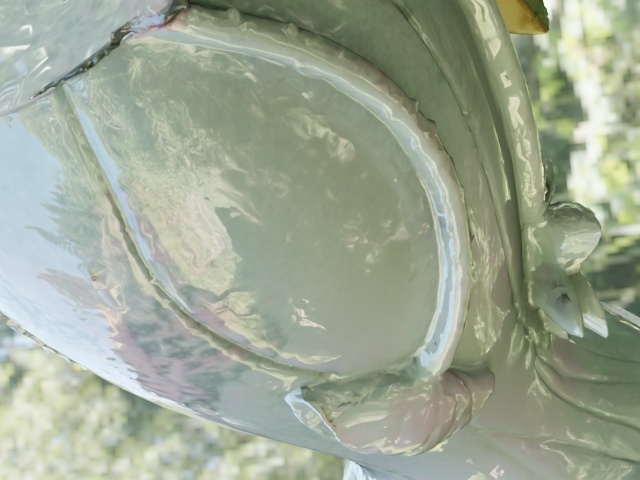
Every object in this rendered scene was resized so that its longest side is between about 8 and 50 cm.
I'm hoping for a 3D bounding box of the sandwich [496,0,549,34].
[{"bbox_3d":[0.078,-0.223,1.547,0.144,0.187,0.117,52,-152,-47],"label":"sandwich"}]

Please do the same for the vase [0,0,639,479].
[{"bbox_3d":[0.000,0.000,0.802,0.445,0.250,0.250,47,-143,-44],"label":"vase"}]
